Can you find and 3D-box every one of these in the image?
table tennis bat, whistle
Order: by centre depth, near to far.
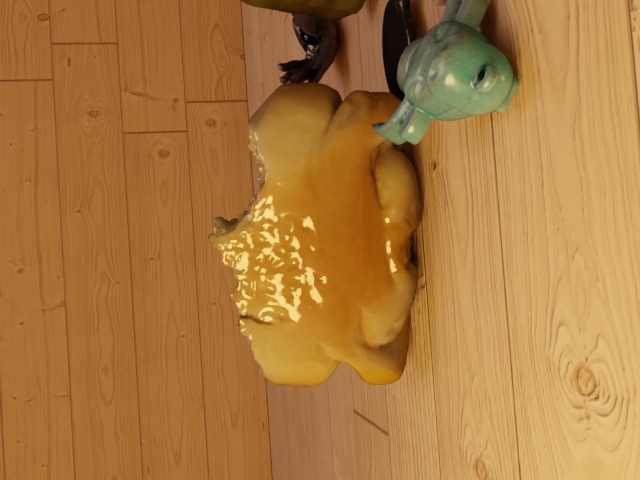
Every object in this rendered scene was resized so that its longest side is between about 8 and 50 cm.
[{"bbox_3d":[0.135,-0.183,0.808,0.186,0.093,0.274,-64,15,10],"label":"whistle"},{"bbox_3d":[0.108,-0.290,1.015,0.150,0.027,0.236,-107,12,-49],"label":"table tennis bat"}]

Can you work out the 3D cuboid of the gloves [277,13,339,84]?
[{"bbox_3d":[-0.020,-0.402,1.446,0.142,0.119,0.286,84,-170,-59],"label":"gloves"}]

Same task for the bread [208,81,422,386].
[{"bbox_3d":[0.009,-0.003,1.032,0.329,0.245,0.424,-21,-65,-62],"label":"bread"}]

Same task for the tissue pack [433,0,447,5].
[{"bbox_3d":[0.139,-0.339,0.894,0.056,0.023,0.108,102,162,-56],"label":"tissue pack"}]

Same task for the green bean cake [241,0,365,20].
[{"bbox_3d":[-0.043,-0.469,1.188,0.124,0.236,0.233,119,146,-47],"label":"green bean cake"}]
